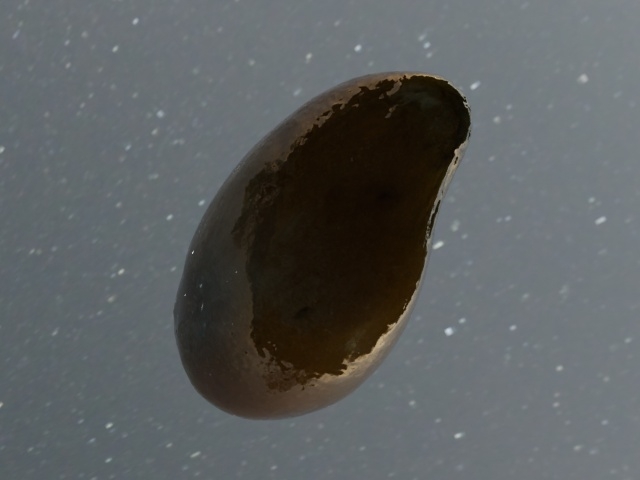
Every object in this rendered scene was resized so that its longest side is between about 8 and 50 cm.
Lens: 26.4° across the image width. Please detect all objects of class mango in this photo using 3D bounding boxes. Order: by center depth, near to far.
[{"bbox_3d":[0.000,0.000,1.042,0.146,0.316,0.193,7,-147,-51],"label":"mango"}]
